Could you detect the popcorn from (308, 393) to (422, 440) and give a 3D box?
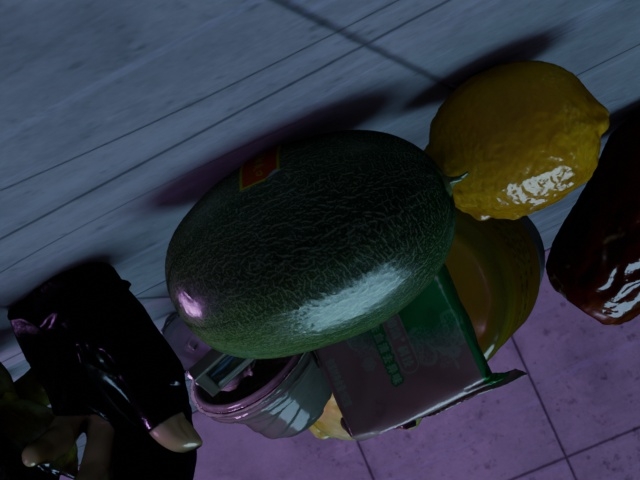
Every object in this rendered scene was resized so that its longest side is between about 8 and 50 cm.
[{"bbox_3d":[0.062,0.202,2.366,0.312,0.312,0.312,-23,171,-4],"label":"popcorn"}]

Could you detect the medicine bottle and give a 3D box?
[{"bbox_3d":[0.177,0.048,1.791,0.224,0.224,0.384,-27,178,20],"label":"medicine bottle"}]

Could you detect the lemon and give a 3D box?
[{"bbox_3d":[0.174,-0.090,1.245,0.187,0.142,0.142,-23,172,17],"label":"lemon"}]

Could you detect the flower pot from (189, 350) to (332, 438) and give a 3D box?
[{"bbox_3d":[-0.073,0.216,2.097,0.235,0.140,0.235,-27,-147,19],"label":"flower pot"}]

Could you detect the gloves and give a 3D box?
[{"bbox_3d":[-0.202,0.164,1.334,0.152,0.301,0.197,12,148,-40],"label":"gloves"}]

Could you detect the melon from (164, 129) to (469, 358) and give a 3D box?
[{"bbox_3d":[0.000,0.000,1.196,0.287,0.182,0.182,-21,172,10],"label":"melon"}]

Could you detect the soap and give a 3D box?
[{"bbox_3d":[0.064,0.060,1.421,0.218,0.273,0.098,-24,172,7],"label":"soap"}]

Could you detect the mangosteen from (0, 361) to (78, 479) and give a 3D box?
[{"bbox_3d":[-0.417,0.274,1.468,0.330,0.330,0.330,-23,171,-4],"label":"mangosteen"}]

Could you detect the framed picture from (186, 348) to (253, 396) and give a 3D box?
[{"bbox_3d":[-0.043,0.085,1.786,0.315,0.024,0.232,-43,171,-6],"label":"framed picture"}]

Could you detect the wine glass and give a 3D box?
[{"bbox_3d":[-0.165,0.151,1.939,0.122,0.122,0.183,-24,166,3],"label":"wine glass"}]

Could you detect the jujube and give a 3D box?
[{"bbox_3d":[0.447,-0.039,1.864,0.318,0.223,0.223,-55,165,9],"label":"jujube"}]
